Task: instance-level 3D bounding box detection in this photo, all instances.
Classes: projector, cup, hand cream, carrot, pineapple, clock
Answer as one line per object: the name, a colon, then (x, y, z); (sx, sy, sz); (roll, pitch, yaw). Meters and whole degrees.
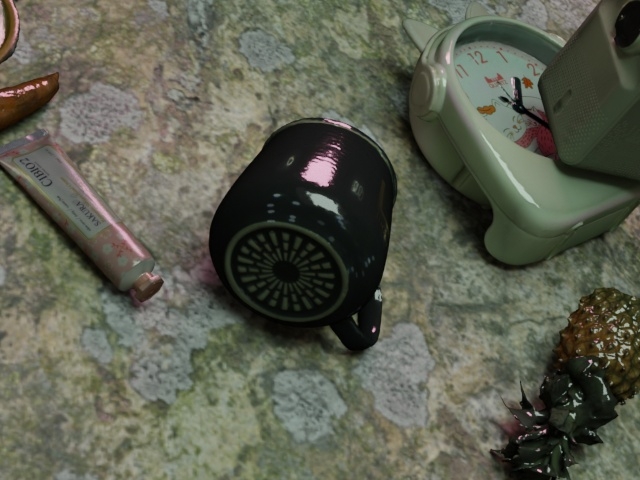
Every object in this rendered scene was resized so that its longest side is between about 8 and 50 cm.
projector: (0.373, -0.183, 1.526); (0.177, 0.242, 0.163); (10, 53, -25)
cup: (0.000, 0.000, 1.390); (0.223, 0.169, 0.176); (59, 29, -28)
hand cream: (-0.224, -0.026, 1.344); (0.067, 0.043, 0.210); (-31, 69, -38)
carrot: (-0.321, -0.118, 1.356); (0.057, 0.057, 0.224); (46, 41, 9)
pineapple: (0.261, 0.155, 1.453); (0.125, 0.125, 0.251); (39, 56, 2)
clock: (0.225, -0.140, 1.651); (0.265, 0.108, 0.324); (-19, 66, -39)

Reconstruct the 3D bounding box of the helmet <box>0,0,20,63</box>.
helmet: (-0.406, -0.206, 1.314); (0.224, 0.130, 0.198); (24, 47, -32)
